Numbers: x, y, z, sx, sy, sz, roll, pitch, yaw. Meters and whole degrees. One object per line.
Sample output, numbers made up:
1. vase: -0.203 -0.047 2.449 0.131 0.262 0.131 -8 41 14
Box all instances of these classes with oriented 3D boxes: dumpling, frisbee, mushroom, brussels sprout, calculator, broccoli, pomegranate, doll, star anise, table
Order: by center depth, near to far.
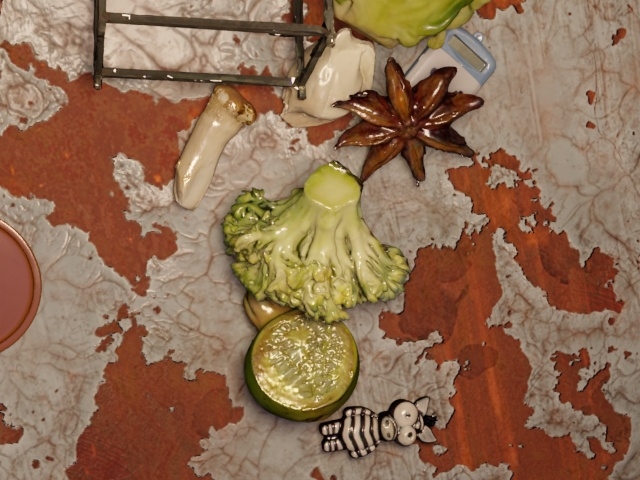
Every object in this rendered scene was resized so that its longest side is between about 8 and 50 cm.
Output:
1. table: -0.168 -0.380 1.596 0.335 0.222 0.272 1 76 -13
2. brussels sprout: 0.139 -0.492 1.663 0.315 0.276 0.371 32 91 -46
3. broccoli: 0.000 0.000 1.711 0.288 0.245 0.248 -14 58 -21
4. frisbee: -0.575 0.073 1.719 0.251 0.021 0.250 -2 100 -13
5. mushroom: -0.181 -0.151 1.753 0.084 0.071 0.209 24 97 -48
6. dumpling: 0.020 -0.259 1.759 0.136 0.118 0.199 16 130 -25
7. star anise: 0.137 -0.207 1.766 0.272 0.102 0.272 -4 132 -4
8. pomegranate: -0.056 0.200 1.796 0.241 0.159 0.190 32 69 3
9. calculator: 0.210 -0.273 1.838 0.121 0.039 0.210 40 88 -17
10. doll: 0.107 0.330 1.898 0.219 0.067 0.091 -8 90 -14

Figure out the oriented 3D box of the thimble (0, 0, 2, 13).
1. thimble: -0.630 -0.350 1.477 0.350 0.350 0.230 37 89 -16
